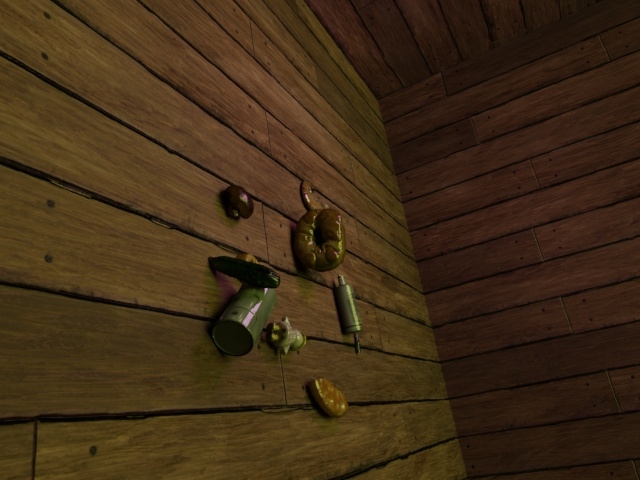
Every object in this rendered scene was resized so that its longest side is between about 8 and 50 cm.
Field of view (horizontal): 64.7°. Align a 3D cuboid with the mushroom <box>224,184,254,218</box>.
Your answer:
[{"bbox_3d":[-0.277,-0.130,1.701,0.127,0.087,0.127,61,2,-3],"label":"mushroom"}]

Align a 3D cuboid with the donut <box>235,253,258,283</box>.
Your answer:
[{"bbox_3d":[-0.237,0.087,1.655,0.097,0.043,0.108,58,22,-30],"label":"donut"}]

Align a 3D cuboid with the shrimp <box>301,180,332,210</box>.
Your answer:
[{"bbox_3d":[-0.005,-0.183,2.378,0.296,0.058,0.169,29,44,-53],"label":"shrimp"}]

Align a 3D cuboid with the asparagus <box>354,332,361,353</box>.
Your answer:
[{"bbox_3d":[0.169,0.466,2.307,0.025,0.021,0.108,47,32,-53],"label":"asparagus"}]

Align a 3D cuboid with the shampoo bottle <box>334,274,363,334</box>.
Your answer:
[{"bbox_3d":[0.119,0.282,2.254,0.085,0.085,0.262,17,56,-63],"label":"shampoo bottle"}]

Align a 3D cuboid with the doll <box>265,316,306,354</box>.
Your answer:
[{"bbox_3d":[-0.112,0.324,1.704,0.207,0.081,0.129,38,47,-56],"label":"doll"}]

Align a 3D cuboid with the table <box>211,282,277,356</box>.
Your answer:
[{"bbox_3d":[-0.218,0.222,1.483,0.126,0.126,0.220,63,24,-18],"label":"table"}]

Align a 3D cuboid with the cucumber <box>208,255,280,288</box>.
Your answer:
[{"bbox_3d":[-0.227,0.090,1.507,0.069,0.227,0.069,18,90,-87],"label":"cucumber"}]

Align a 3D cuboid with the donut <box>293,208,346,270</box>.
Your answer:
[{"bbox_3d":[0.000,0.000,2.051,0.128,0.208,0.261,52,40,-65],"label":"donut"}]

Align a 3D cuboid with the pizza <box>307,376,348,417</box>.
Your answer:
[{"bbox_3d":[0.027,0.579,1.850,0.246,0.058,0.127,43,37,-46],"label":"pizza"}]
